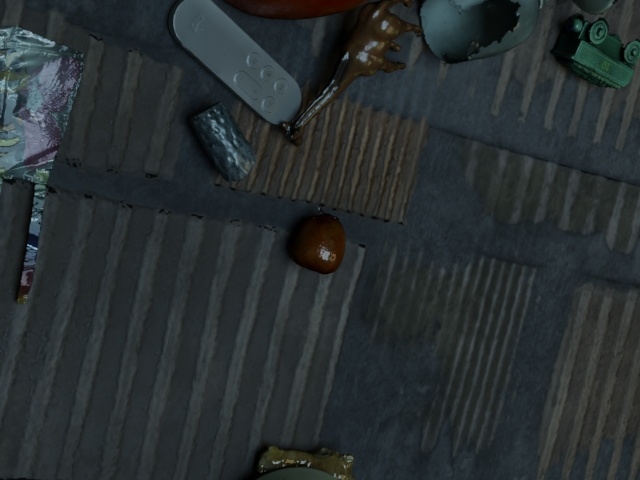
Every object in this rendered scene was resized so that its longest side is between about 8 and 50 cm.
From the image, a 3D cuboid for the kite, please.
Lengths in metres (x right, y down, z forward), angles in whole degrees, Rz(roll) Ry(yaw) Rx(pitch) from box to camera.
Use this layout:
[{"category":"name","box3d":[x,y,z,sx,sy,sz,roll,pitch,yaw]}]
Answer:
[{"category":"kite","box3d":[-0.409,-0.095,1.621,0.204,0.022,0.361,2,98,-33]}]

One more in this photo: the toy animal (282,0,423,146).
[{"category":"toy animal","box3d":[0.047,-0.249,1.849,0.229,0.066,0.224,-24,144,-47]}]

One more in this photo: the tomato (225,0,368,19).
[{"category":"tomato","box3d":[0.000,-0.456,1.718,0.338,0.143,0.338,-7,107,-25]}]

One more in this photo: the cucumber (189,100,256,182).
[{"category":"cucumber","box3d":[-0.139,-0.139,1.763,0.064,0.064,0.112,-42,118,-19]}]

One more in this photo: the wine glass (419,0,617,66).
[{"category":"wine glass","box3d":[0.309,-0.373,1.966,0.321,0.143,0.143,-27,114,-25]}]

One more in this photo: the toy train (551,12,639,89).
[{"category":"toy train","box3d":[0.466,-0.314,2.121,0.172,0.070,0.099,20,96,-36]}]

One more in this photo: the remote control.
[{"category":"remote control","box3d":[-0.118,-0.251,1.776,0.245,0.022,0.077,41,75,-33]}]

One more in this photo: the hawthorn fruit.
[{"category":"hawthorn fruit","box3d":[0.000,0.000,1.876,0.081,0.081,0.093,22,87,-35]}]

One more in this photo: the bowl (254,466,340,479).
[{"category":"bowl","box3d":[-0.024,0.461,1.858,0.237,0.126,0.238,-1,93,-16]}]

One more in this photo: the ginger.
[{"category":"ginger","box3d":[-0.025,0.366,1.949,0.165,0.067,0.096,11,99,-20]}]
